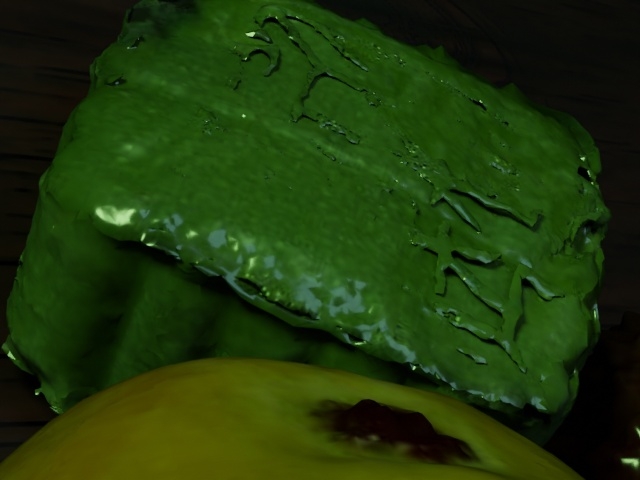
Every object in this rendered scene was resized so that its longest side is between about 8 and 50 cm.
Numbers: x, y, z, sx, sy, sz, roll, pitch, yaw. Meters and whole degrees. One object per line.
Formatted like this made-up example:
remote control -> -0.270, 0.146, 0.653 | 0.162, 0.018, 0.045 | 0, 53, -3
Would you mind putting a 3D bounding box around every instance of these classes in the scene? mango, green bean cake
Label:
mango -> -0.001, 0.249, 0.437 | 0.232, 0.300, 0.446 | 4, 74, -25
green bean cake -> 0.000, 0.000, 0.712 | 0.214, 0.113, 0.200 | 25, 39, -3

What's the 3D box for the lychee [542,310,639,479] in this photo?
lychee -> 0.228, 0.153, 0.752 | 0.306, 0.306, 0.330 | -4, 42, -50
